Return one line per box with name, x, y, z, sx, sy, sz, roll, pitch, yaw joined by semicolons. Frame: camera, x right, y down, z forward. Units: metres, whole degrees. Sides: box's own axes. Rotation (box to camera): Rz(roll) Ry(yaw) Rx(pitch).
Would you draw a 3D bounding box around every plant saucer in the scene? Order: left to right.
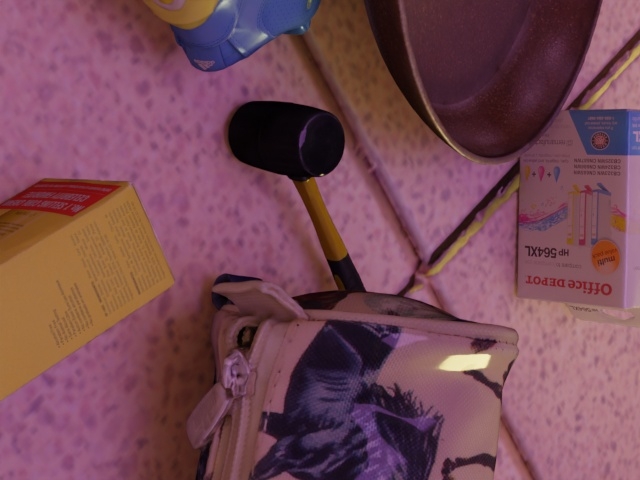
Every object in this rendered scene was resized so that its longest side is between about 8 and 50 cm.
plant saucer;0.098;-0.199;0.827;0.310;0.050;0.310;-25;119;-56

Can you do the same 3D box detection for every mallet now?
mallet;0.000;0.000;0.824;0.039;0.062;0.189;-44;134;-28

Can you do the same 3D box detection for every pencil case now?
pencil case;-0.019;0.224;0.738;0.183;0.160;0.410;15;83;-32

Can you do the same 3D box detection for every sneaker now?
sneaker;-0.030;-0.187;0.762;0.240;0.091;0.126;-59;155;-31

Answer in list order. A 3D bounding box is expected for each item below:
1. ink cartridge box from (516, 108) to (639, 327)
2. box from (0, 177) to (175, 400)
ink cartridge box;0.191;-0.013;0.944;0.090;0.092;0.143;-2;94;-40
box;-0.180;0.049;0.634;0.232;0.087;0.058;-34;114;-33
